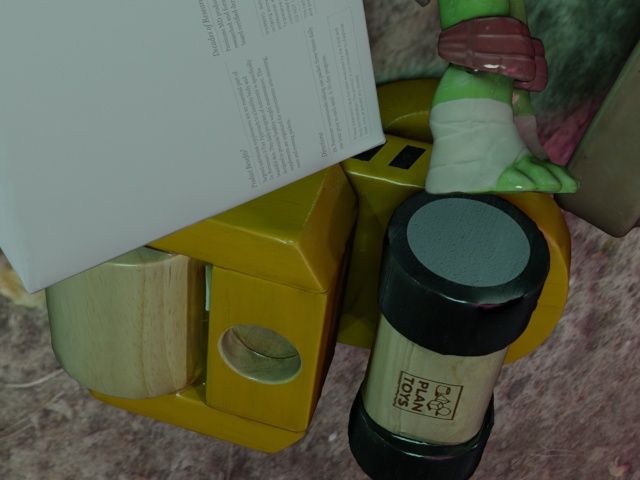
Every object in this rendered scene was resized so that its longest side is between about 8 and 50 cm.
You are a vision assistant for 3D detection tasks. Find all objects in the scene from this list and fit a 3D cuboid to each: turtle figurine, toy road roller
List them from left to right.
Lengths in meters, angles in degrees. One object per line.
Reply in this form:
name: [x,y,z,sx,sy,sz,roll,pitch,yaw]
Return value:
toy road roller: [0.000,0.000,0.740,0.329,0.240,0.202,13,135,5]
turtle figurine: [0.131,-0.157,0.559,0.274,0.198,0.266,-2,94,-17]

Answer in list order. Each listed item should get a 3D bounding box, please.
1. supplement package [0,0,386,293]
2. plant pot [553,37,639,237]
supplement package: [-0.098,-0.119,0.542,0.203,0.149,0.194,-24,140,-9]
plant pot: [0.314,-0.080,0.711,0.263,0.229,0.263,-54,167,-19]
